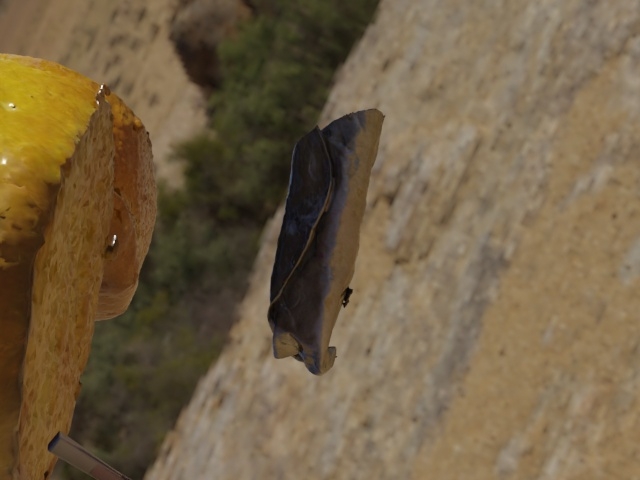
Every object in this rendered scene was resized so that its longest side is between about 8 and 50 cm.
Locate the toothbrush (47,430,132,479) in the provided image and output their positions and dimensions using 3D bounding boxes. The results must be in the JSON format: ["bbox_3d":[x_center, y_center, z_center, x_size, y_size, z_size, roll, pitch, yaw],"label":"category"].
[{"bbox_3d":[-0.107,0.191,1.102,0.014,0.194,0.017,-50,16,11],"label":"toothbrush"}]

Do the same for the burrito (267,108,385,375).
[{"bbox_3d":[0.000,0.000,1.337,0.087,0.060,0.226,2,81,51],"label":"burrito"}]

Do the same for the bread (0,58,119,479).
[{"bbox_3d":[-0.286,0.038,1.182,0.398,0.215,0.398,-171,90,-90],"label":"bread"}]

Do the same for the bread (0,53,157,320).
[{"bbox_3d":[-0.299,-0.049,1.587,0.312,0.312,0.172,-44,18,54],"label":"bread"}]
